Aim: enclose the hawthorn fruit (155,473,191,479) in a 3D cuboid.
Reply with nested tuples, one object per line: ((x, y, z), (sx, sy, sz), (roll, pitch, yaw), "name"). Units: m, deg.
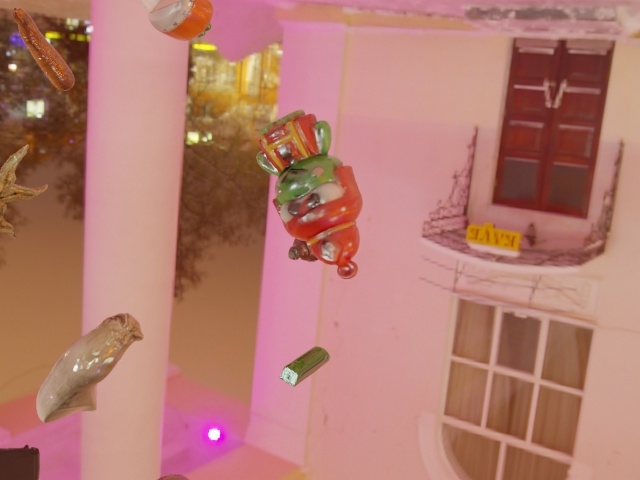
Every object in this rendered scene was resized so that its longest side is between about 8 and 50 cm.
((-0.252, 0.505, 1.221), (0.169, 0.169, 0.188), (11, -138, 28), "hawthorn fruit")

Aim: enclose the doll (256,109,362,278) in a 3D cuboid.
((-0.006, -0.089, 1.475), (0.182, 0.363, 0.160), (-24, 174, 21), "doll")

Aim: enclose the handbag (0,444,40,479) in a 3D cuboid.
((-0.626, 0.488, 1.259), (0.223, 0.080, 0.247), (7, -128, -16), "handbag")

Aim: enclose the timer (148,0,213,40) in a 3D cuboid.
((-0.271, -0.458, 1.438), (0.136, 0.099, 0.136), (3, 175, 0), "timer")

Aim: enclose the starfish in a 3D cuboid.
((-0.836, -0.115, 1.866), (0.078, 0.358, 0.347), (33, -164, 5), "starfish")

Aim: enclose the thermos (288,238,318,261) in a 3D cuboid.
((-0.001, -0.003, 2.039), (0.232, 0.099, 0.124), (-27, 175, -41), "thermos")

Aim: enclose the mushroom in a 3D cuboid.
((-0.609, 0.333, 1.872), (0.177, 0.397, 0.126), (1, -131, -45), "mushroom")

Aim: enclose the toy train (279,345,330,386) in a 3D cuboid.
((-0.027, 0.298, 1.749), (0.044, 0.042, 0.209), (28, -159, 19), "toy train")

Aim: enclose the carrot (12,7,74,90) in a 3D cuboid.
((-0.640, -0.439, 1.633), (0.059, 0.059, 0.248), (9, 150, 19), "carrot")

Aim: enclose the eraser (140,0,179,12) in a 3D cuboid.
((-0.250, -0.432, 0.984), (0.068, 0.210, 0.124), (-28, -169, 44), "eraser")
